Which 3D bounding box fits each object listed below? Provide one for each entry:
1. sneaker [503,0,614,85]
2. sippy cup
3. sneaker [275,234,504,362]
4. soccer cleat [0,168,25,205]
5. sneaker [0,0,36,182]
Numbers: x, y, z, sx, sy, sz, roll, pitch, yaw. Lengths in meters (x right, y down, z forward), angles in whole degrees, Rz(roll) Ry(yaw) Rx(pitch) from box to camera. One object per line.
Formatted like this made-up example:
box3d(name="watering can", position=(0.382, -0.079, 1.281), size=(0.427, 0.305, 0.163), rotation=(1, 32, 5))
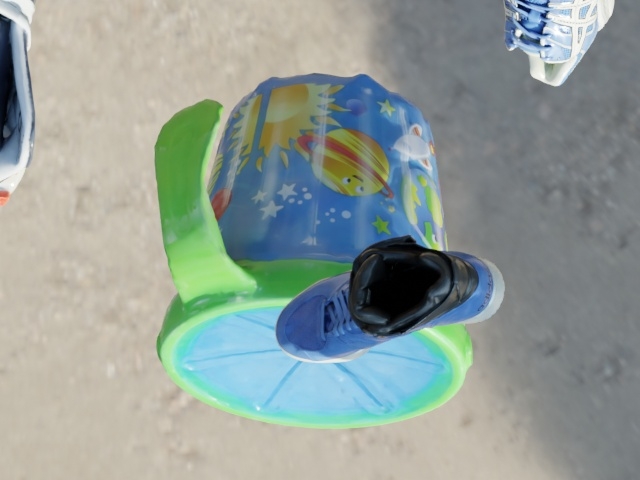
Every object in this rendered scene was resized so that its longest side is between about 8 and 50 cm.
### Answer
box3d(name="sneaker", position=(0.177, -0.180, 1.421), size=(0.080, 0.211, 0.081), rotation=(20, 83, 23))
box3d(name="sippy cup", position=(0.000, 0.000, 1.456), size=(0.240, 0.224, 0.305), rotation=(2, 152, 2))
box3d(name="sneaker", position=(0.025, 0.036, 1.114), size=(0.152, 0.084, 0.058), rotation=(-11, 75, 28))
box3d(name="soccer cleat", position=(-0.263, -0.040, 1.349), size=(0.068, 0.076, 0.196), rotation=(14, 141, -22))
box3d(name="sneaker", position=(-0.134, -0.132, 0.714), size=(0.099, 0.153, 0.282), rotation=(15, 121, -24))
